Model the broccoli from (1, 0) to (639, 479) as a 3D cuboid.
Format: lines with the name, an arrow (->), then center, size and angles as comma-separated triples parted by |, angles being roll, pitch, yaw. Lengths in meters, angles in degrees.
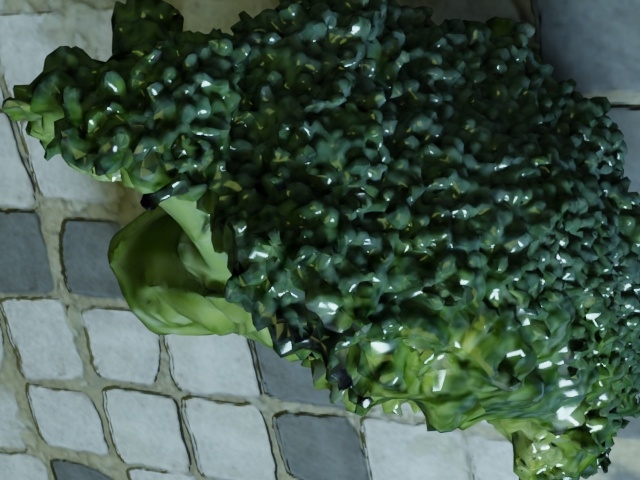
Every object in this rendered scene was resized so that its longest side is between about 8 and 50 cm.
broccoli -> 0.027, 0.023, 0.743 | 0.353, 0.275, 0.397 | 40, 154, 10
